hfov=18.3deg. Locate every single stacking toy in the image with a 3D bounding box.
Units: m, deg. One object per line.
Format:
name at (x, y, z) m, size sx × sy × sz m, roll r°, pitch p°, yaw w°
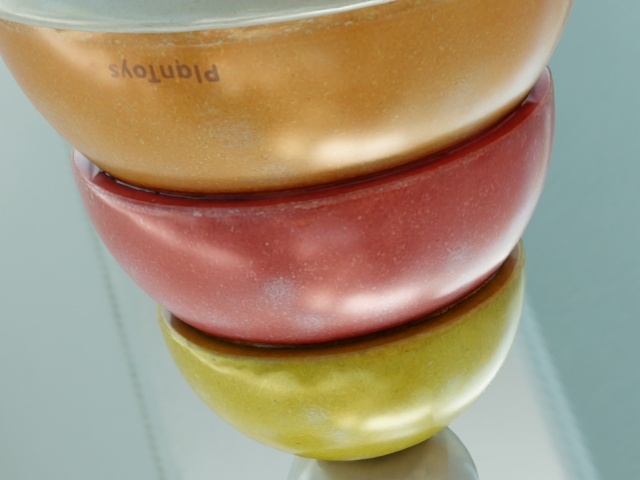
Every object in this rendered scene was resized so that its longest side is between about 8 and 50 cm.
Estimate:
stacking toy at (0.000, 0.000, 1.114) m, size 0.350 × 0.480 × 0.350 m, roll -6°, pitch -155°, yaw 3°
